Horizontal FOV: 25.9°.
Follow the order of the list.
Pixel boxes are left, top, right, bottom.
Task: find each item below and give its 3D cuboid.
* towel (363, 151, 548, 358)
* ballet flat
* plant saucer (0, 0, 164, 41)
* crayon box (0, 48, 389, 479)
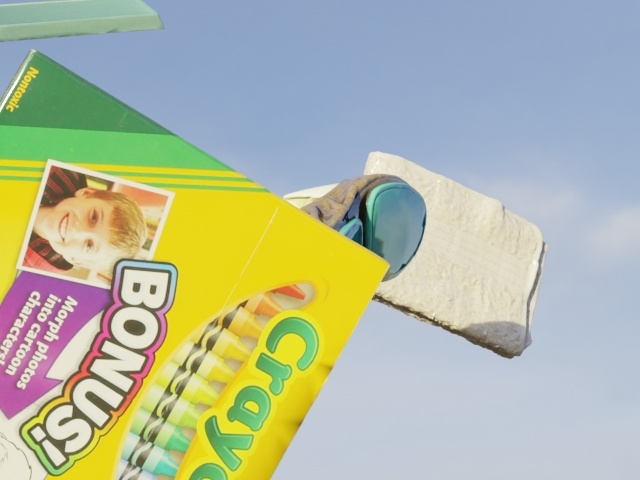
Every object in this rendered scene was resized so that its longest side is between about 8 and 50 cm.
[{"bbox_3d":[0.162,0.022,1.760,0.282,0.187,0.049,23,-24,-23],"label":"towel"},{"bbox_3d":[0.000,0.000,1.314,0.124,0.116,0.342,8,16,18],"label":"ballet flat"},{"bbox_3d":[-0.257,-0.227,1.414,0.192,0.067,0.018,-11,-55,-32],"label":"plant saucer"},{"bbox_3d":[-0.174,0.093,1.053,0.313,0.363,0.106,31,-5,-13],"label":"crayon box"}]
